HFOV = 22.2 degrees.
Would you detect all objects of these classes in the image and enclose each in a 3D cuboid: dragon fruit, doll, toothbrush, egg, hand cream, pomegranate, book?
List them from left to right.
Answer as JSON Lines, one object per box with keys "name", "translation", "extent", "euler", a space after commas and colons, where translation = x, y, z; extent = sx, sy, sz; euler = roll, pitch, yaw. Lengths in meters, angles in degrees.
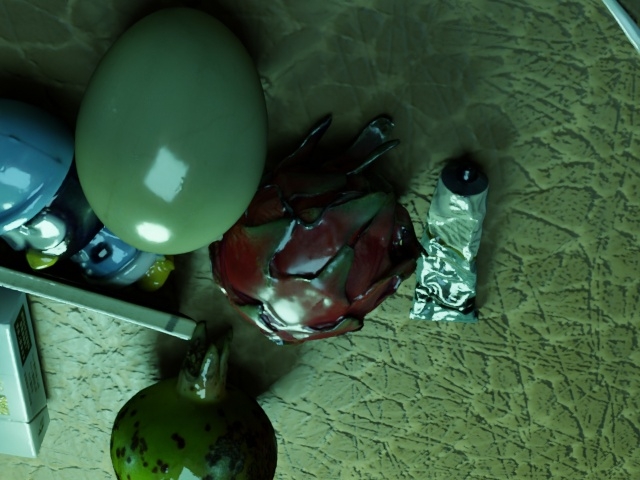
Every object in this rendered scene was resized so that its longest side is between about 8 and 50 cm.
{"name": "doll", "translation": [-0.286, -0.044, 1.680], "extent": [0.177, 0.141, 0.314], "euler": [-4, 146, 45]}
{"name": "book", "translation": [-0.274, 0.056, 1.775], "extent": [0.269, 0.025, 0.191], "euler": [17, 178, -10]}
{"name": "egg", "translation": [-0.142, -0.104, 1.570], "extent": [0.186, 0.186, 0.242], "euler": [10, 114, -3]}
{"name": "pomegranate", "translation": [-0.146, 0.221, 1.921], "extent": [0.198, 0.246, 0.198], "euler": [6, 172, 1]}
{"name": "dragon fruit", "translation": [0.000, 0.000, 1.674], "extent": [0.192, 0.193, 0.274], "euler": [45, 127, 0]}
{"name": "hand cream", "translation": [0.145, 0.004, 1.757], "extent": [0.075, 0.052, 0.248], "euler": [22, 143, 16]}
{"name": "toothbrush", "translation": [0.320, -0.174, 1.566], "extent": [0.025, 0.029, 0.307], "euler": [-32, 124, 22]}

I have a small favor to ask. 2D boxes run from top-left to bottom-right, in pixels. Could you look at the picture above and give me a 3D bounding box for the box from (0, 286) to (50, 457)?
{"name": "box", "translation": [-0.413, 0.150, 1.927], "extent": [0.155, 0.067, 0.243], "euler": [7, 135, 10]}
